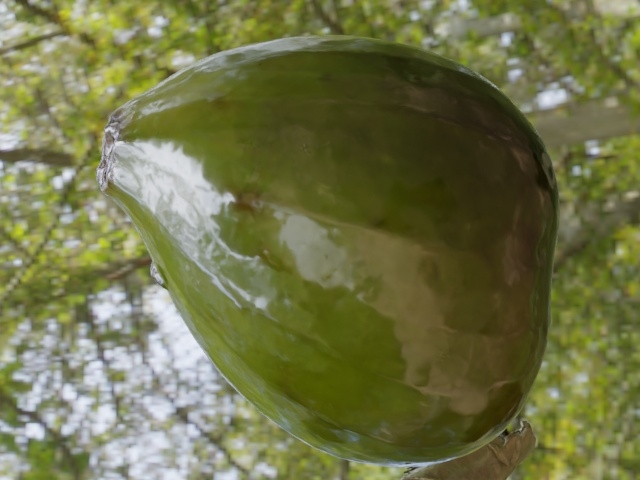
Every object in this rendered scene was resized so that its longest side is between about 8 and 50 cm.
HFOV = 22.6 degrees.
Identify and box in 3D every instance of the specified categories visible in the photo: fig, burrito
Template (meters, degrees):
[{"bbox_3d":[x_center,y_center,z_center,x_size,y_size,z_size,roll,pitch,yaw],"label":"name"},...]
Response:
[{"bbox_3d":[0.000,0.000,0.762,0.225,0.203,0.203,13,-104,-14],"label":"fig"},{"bbox_3d":[0.108,0.171,1.186,0.149,0.055,0.041,-23,-60,-47],"label":"burrito"}]
